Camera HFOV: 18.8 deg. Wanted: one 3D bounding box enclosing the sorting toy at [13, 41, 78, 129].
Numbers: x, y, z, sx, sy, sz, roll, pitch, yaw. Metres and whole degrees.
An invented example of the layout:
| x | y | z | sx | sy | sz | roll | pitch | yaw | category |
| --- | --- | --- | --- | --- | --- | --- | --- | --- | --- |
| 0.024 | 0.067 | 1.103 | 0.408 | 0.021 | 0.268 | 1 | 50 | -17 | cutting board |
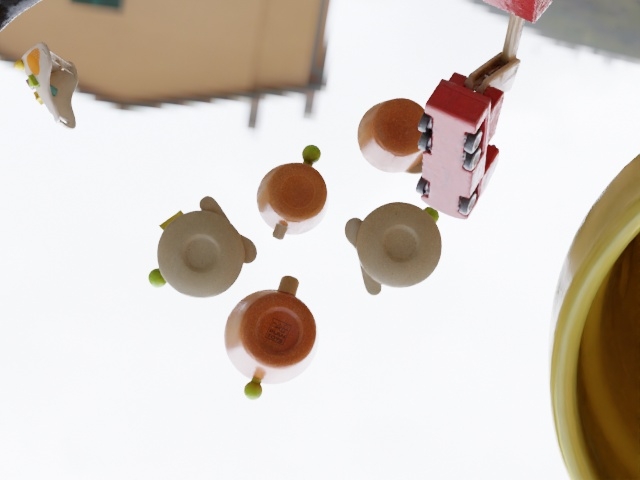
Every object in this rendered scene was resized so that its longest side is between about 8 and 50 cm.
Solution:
| x | y | z | sx | sy | sz | roll | pitch | yaw | category |
| --- | --- | --- | --- | --- | --- | --- | --- | --- | --- |
| -0.266 | -0.147 | 1.917 | 0.045 | 0.075 | 0.083 | -25 | 167 | 8 | sorting toy |

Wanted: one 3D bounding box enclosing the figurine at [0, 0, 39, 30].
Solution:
| x | y | z | sx | sy | sz | roll | pitch | yaw | category |
| --- | --- | --- | --- | --- | --- | --- | --- | --- | --- |
| -0.204 | -0.272 | 1.370 | 0.209 | 0.215 | 0.092 | -28 | -127 | 7 | figurine |

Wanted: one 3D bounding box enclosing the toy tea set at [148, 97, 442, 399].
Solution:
| x | y | z | sx | sy | sz | roll | pitch | yaw | category |
| --- | --- | --- | --- | --- | --- | --- | --- | --- | --- |
| 0.000 | 0.000 | 1.929 | 0.336 | 0.200 | 0.124 | -34 | 178 | -10 | toy tea set |

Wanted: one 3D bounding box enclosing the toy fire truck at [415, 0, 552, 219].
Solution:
| x | y | z | sx | sy | sz | roll | pitch | yaw | category |
| --- | --- | --- | --- | --- | --- | --- | --- | --- | --- |
| 0.126 | -0.117 | 1.490 | 0.047 | 0.192 | 0.135 | 25 | -118 | 16 | toy fire truck |

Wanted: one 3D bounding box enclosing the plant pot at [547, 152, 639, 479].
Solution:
| x | y | z | sx | sy | sz | roll | pitch | yaw | category |
| --- | --- | --- | --- | --- | --- | --- | --- | --- | --- |
| 0.241 | 0.034 | 0.991 | 0.254 | 0.254 | 0.239 | 11 | -161 | 1 | plant pot |
